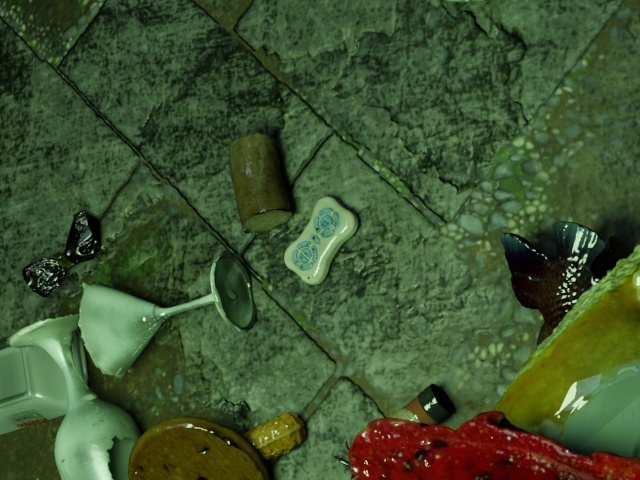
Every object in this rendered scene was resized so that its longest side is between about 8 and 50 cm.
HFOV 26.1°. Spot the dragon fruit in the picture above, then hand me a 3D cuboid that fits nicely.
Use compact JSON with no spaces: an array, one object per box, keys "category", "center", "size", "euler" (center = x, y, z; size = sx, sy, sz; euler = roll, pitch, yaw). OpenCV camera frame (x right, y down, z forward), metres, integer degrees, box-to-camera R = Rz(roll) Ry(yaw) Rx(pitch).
[{"category":"dragon fruit","center":[0.219,0.297,1.453],"size":[0.329,0.286,0.228],"euler":[-25,53,7]}]

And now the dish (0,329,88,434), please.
[{"category":"dish","center":[-0.471,0.213,2.192],"size":[0.234,0.064,0.154],"euler":[-19,73,26]}]

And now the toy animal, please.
[{"category":"toy animal","center":[0.306,0.070,1.714],"size":[0.218,0.116,0.179],"euler":[20,92,25]}]

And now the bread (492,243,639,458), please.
[{"category":"bread","center":[0.387,0.143,1.533],"size":[0.239,0.264,0.395],"euler":[43,105,5]}]

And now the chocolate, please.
[{"category":"chocolate","center":[-0.405,0.024,2.182],"size":[0.072,0.070,0.147],"euler":[45,109,-1]}]

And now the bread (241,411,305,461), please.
[{"category":"bread","center":[-0.088,0.293,1.958],"size":[0.157,0.044,0.052],"euler":[-31,105,23]}]

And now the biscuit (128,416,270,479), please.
[{"category":"biscuit","center":[-0.172,0.340,1.952],"size":[0.212,0.036,0.212],"euler":[5,114,11]}]

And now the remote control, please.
[{"category":"remote control","center":[0.000,0.000,1.958],"size":[0.074,0.032,0.122],"euler":[38,103,29]}]

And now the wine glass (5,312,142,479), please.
[{"category":"wine glass","center":[-0.351,0.262,2.059],"size":[0.143,0.143,0.321],"euler":[-30,79,24]}]

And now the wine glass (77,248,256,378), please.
[{"category":"wine glass","center":[-0.220,0.103,2.016],"size":[0.232,0.156,0.156],"euler":[-18,74,23]}]

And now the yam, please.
[{"category":"yam","center":[-0.088,-0.082,1.999],"size":[0.084,0.084,0.127],"euler":[-21,68,27]}]

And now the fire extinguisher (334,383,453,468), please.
[{"category":"fire extinguisher","center":[0.097,0.260,1.850],"size":[0.177,0.050,0.062],"euler":[-41,83,19]}]
